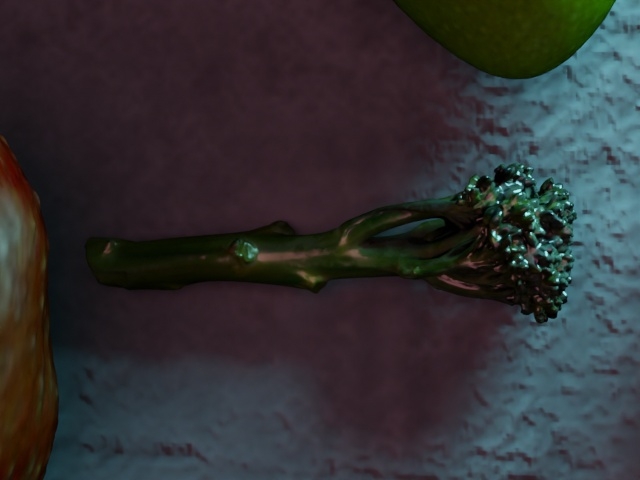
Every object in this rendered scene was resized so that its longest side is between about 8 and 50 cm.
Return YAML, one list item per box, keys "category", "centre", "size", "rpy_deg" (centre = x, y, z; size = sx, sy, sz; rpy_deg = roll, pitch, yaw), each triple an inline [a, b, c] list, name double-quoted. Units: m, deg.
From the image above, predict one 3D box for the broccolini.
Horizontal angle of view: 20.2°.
- category: "broccolini"
  centre: [0.000, 0.002, 0.766]
  size: [0.216, 0.058, 0.067]
  rpy_deg: [-1, 91, 10]

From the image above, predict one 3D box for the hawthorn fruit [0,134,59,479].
- category: "hawthorn fruit"
  centre: [-0.225, 0.038, 0.659]
  size: [0.285, 0.369, 0.284]
  rpy_deg: [7, 69, -19]

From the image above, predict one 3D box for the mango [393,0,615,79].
- category: "mango"
  centre: [0.017, -0.221, 0.717]
  size: [0.192, 0.156, 0.343]
  rpy_deg: [-29, 95, 5]
